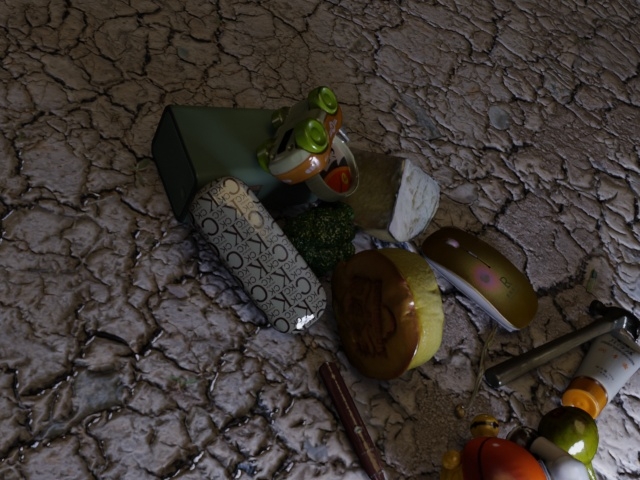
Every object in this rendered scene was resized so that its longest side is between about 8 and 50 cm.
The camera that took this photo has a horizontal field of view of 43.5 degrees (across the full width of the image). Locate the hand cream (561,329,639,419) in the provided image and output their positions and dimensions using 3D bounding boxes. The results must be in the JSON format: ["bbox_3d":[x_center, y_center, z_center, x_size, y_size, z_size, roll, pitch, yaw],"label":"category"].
[{"bbox_3d":[0.661,0.304,1.858,0.139,0.089,0.314,35,40,17],"label":"hand cream"}]

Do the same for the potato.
[{"bbox_3d":[0.120,-0.100,1.903,0.264,0.211,0.190,17,84,31],"label":"potato"}]

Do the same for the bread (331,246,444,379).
[{"bbox_3d":[0.129,0.141,1.607,0.148,0.270,0.270,-11,60,-35],"label":"bread"}]

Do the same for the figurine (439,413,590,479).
[{"bbox_3d":[0.354,0.474,1.504,0.323,0.196,0.320,2,60,-36],"label":"figurine"}]

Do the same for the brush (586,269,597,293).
[{"bbox_3d":[0.701,0.104,2.070,0.016,0.013,0.084,34,50,-1],"label":"brush"}]

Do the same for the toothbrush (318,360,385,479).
[{"bbox_3d":[0.083,0.397,1.541,0.040,0.041,0.364,-10,60,-31],"label":"toothbrush"}]

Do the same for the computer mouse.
[{"bbox_3d":[0.377,0.081,1.886,0.310,0.072,0.158,41,46,14],"label":"computer mouse"}]

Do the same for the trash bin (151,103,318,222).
[{"bbox_3d":[-0.169,-0.180,1.780,0.343,0.158,0.223,-7,59,-30],"label":"trash bin"}]

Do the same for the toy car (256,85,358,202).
[{"bbox_3d":[-0.002,-0.187,1.715,0.235,0.145,0.235,26,54,-42],"label":"toy car"}]

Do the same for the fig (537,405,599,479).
[{"bbox_3d":[0.549,0.457,1.682,0.124,0.124,0.236,-33,93,-39],"label":"fig"}]

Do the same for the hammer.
[{"bbox_3d":[0.555,0.242,1.849,0.439,0.044,0.168,-18,25,-27],"label":"hammer"}]

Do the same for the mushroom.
[{"bbox_3d":[0.351,0.283,1.768,0.025,0.028,0.286,2,37,32],"label":"mushroom"}]

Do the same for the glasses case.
[{"bbox_3d":[-0.125,0.032,1.620,0.137,0.085,0.355,-39,98,-12],"label":"glasses case"}]

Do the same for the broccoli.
[{"bbox_3d":[0.000,0.000,1.732,0.156,0.195,0.195,27,36,-54],"label":"broccoli"}]
